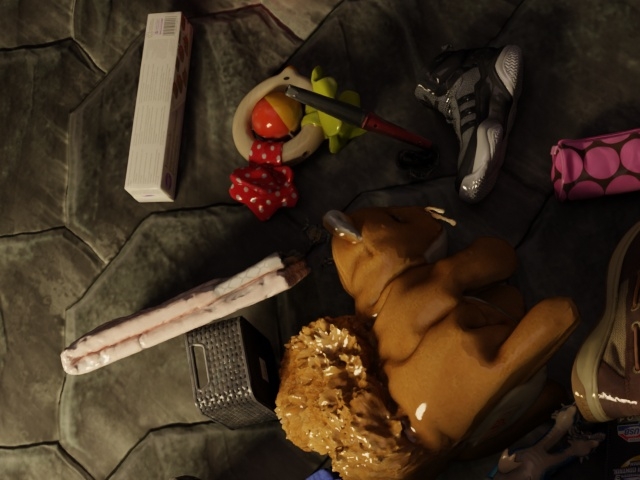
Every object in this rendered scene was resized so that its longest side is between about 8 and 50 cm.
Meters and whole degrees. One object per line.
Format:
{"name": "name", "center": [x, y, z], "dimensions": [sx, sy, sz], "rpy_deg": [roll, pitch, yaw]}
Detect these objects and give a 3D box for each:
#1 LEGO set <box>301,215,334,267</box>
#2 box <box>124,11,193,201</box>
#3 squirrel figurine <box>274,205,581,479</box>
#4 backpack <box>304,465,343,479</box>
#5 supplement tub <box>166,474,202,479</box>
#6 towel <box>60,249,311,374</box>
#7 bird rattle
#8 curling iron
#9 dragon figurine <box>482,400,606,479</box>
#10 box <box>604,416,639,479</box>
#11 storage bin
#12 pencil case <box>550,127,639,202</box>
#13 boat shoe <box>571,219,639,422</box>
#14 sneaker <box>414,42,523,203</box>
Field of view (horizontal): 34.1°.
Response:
{"name": "LEGO set", "center": [-0.002, 0.002, 1.612], "dimensions": [0.054, 0.023, 0.083], "rpy_deg": [-10, 82, 12]}
{"name": "box", "center": [-0.265, -0.224, 1.729], "dimensions": [0.067, 0.063, 0.324], "rpy_deg": [-2, 71, 14]}
{"name": "squirrel figurine", "center": [0.097, 0.128, 1.411], "dimensions": [0.397, 0.281, 0.370], "rpy_deg": [-36, 60, -6]}
{"name": "backpack", "center": [0.025, 0.368, 1.421], "dimensions": [0.098, 0.120, 0.101], "rpy_deg": [-30, 58, 10]}
{"name": "supplement tub", "center": [-0.148, 0.487, 1.380], "dimensions": [0.193, 0.193, 0.316], "rpy_deg": [-41, 66, -3]}
{"name": "towel", "center": [-0.175, 0.090, 1.458], "dimensions": [0.317, 0.332, 0.053], "rpy_deg": [-23, 89, 4]}
{"name": "bird rattle", "center": [-0.055, -0.167, 1.653], "dimensions": [0.253, 0.143, 0.207], "rpy_deg": [-44, 55, 10]}
{"name": "curling iron", "center": [0.068, -0.166, 1.554], "dimensions": [0.274, 0.035, 0.068], "rpy_deg": [27, 73, -23]}
{"name": "dragon figurine", "center": [0.257, 0.329, 1.393], "dimensions": [0.085, 0.144, 0.289], "rpy_deg": [50, 117, 23]}
{"name": "box", "center": [0.483, 0.249, 1.289], "dimensions": [0.270, 0.060, 0.216], "rpy_deg": [-19, 49, 45]}
{"name": "storage bin", "center": [-0.119, 0.191, 1.484], "dimensions": [0.084, 0.180, 0.122], "rpy_deg": [-16, 68, 8]}
{"name": "pencil case", "center": [0.437, -0.118, 1.509], "dimensions": [0.209, 0.095, 0.098], "rpy_deg": [-11, 104, 8]}
{"name": "boat shoe", "center": [0.438, 0.095, 1.358], "dimensions": [0.123, 0.123, 0.342], "rpy_deg": [-9, 34, 43]}
{"name": "sneaker", "center": [0.211, -0.184, 1.585], "dimensions": [0.153, 0.101, 0.269], "rpy_deg": [12, 68, 18]}
